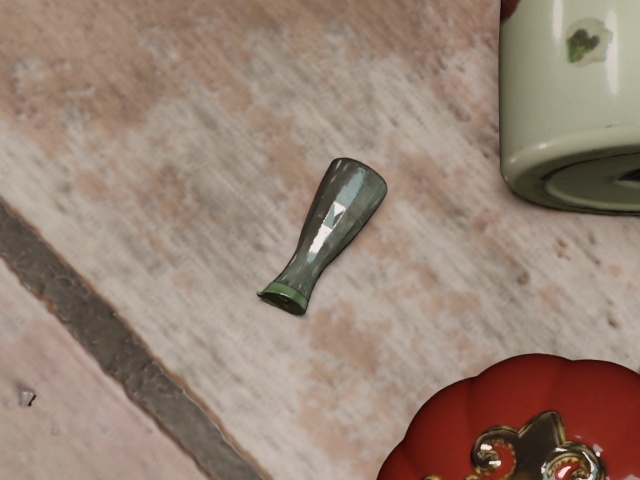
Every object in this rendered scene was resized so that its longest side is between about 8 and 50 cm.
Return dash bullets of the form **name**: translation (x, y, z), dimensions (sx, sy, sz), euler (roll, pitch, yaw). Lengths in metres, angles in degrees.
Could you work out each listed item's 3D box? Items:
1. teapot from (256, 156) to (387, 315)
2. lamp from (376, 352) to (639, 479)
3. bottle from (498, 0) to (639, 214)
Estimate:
- **teapot**: translation (0.000, 0.000, 1.202), dimensions (0.043, 0.043, 0.111), euler (32, 70, -1)
- **lamp**: translation (0.141, 0.179, 1.086), dimensions (0.227, 0.227, 0.227), euler (5, 70, -12)
- **bottle**: translation (0.214, -0.203, 1.226), dimensions (0.229, 0.229, 0.352), euler (2, 76, -13)
